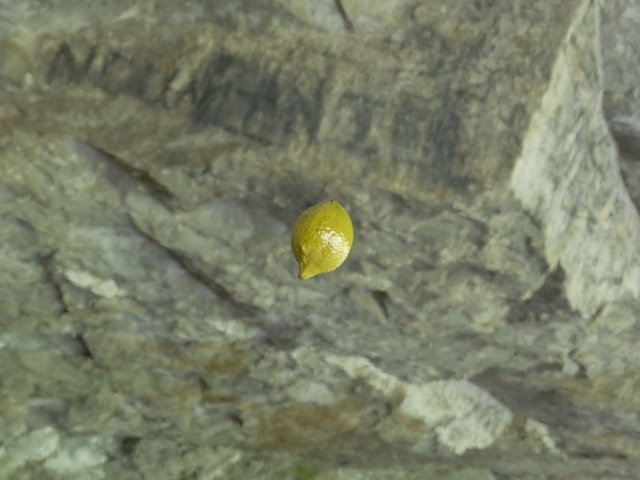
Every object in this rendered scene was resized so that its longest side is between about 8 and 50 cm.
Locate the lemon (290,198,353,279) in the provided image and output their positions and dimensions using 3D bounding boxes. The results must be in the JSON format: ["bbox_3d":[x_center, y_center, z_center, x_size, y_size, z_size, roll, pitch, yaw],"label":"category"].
[{"bbox_3d":[0.000,0.000,0.941,0.065,0.092,0.065,20,-16,6],"label":"lemon"}]
